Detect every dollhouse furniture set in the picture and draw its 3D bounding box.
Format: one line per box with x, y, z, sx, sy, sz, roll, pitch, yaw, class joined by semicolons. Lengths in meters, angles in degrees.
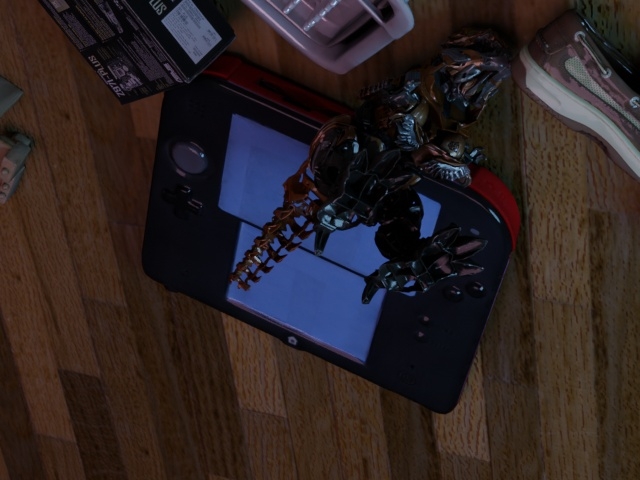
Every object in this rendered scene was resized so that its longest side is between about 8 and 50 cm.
-0.402;-0.101;2.058;0.144;0.123;0.151;34;135;1;dollhouse furniture set

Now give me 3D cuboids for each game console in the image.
0.000;0.000;1.960;0.386;0.060;0.342;25;134;10;game console

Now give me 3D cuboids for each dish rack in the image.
-0.039;-0.279;1.650;0.285;0.072;0.333;40;168;-7;dish rack

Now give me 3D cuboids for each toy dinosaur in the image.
0.055;-0.057;1.745;0.164;0.218;0.322;21;116;-23;toy dinosaur

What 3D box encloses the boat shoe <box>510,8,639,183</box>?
0.295;-0.110;1.678;0.257;0.095;0.095;34;115;-12;boat shoe

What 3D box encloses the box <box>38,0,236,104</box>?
-0.191;-0.231;1.831;0.180;0.077;0.147;51;152;-16;box
